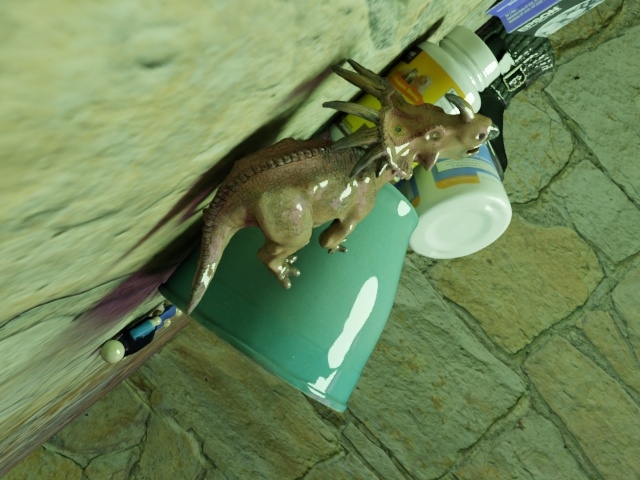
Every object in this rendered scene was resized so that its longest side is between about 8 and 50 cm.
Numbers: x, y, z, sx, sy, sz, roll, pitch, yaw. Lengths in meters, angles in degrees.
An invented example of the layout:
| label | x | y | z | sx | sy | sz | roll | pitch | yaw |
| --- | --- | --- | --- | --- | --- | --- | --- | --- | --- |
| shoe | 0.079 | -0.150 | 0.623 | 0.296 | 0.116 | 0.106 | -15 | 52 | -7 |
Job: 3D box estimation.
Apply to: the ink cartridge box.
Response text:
| label | x | y | z | sx | sy | sz | roll | pitch | yaw |
| --- | --- | --- | --- | --- | --- | --- | --- | --- | --- |
| ink cartridge box | 0.434 | -0.437 | 1.033 | 0.208 | 0.045 | 0.206 | -13 | 172 | -41 |

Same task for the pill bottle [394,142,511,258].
| label | x | y | z | sx | sy | sz | roll | pitch | yaw |
| --- | --- | --- | --- | --- | --- | --- | --- | --- | --- |
| pill bottle | 0.173 | -0.122 | 0.879 | 0.152 | 0.152 | 0.272 | -41 | -137 | 37 |

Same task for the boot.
| label | x | y | z | sx | sy | sz | roll | pitch | yaw |
| --- | --- | --- | --- | --- | --- | --- | --- | --- | --- |
| boot | 0.404 | -0.309 | 1.296 | 0.260 | 0.348 | 0.131 | -40 | -142 | -9 |

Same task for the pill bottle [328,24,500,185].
| label | x | y | z | sx | sy | sz | roll | pitch | yaw |
| --- | --- | --- | --- | --- | --- | --- | --- | --- | --- |
| pill bottle | 0.123 | -0.173 | 0.760 | 0.215 | 0.117 | 0.117 | -42 | -179 | 9 |

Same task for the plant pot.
| label | x | y | z | sx | sy | sz | roll | pitch | yaw |
| --- | --- | --- | --- | --- | --- | --- | --- | --- | --- |
| plant pot | -0.017 | 0.030 | 0.738 | 0.255 | 0.272 | 0.271 | -57 | -177 | -9 |

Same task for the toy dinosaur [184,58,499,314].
| label | x | y | z | sx | sy | sz | roll | pitch | yaw |
| --- | --- | --- | --- | --- | --- | --- | --- | --- | --- |
| toy dinosaur | -0.011 | -0.056 | 0.525 | 0.296 | 0.127 | 0.200 | -29 | 169 | -20 |

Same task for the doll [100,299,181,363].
| label | x | y | z | sx | sy | sz | roll | pitch | yaw |
| --- | --- | --- | --- | --- | --- | --- | --- | --- | --- |
| doll | -0.317 | 0.166 | 1.020 | 0.129 | 0.046 | 0.189 | -42 | -179 | 21 |
